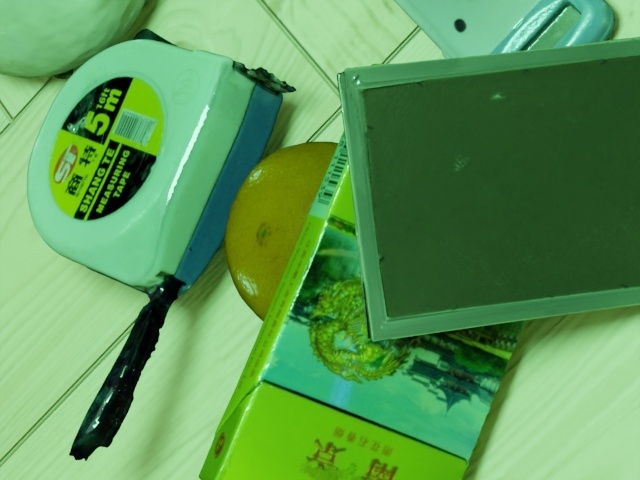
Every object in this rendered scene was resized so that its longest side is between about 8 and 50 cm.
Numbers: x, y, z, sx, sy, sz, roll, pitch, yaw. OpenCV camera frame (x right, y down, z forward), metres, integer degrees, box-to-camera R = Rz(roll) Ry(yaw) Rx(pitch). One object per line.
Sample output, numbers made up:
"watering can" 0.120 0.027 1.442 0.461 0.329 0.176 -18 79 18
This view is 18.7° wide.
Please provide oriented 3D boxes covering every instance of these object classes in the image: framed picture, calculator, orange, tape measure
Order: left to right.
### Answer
"tape measure" -0.169 0.000 1.622 0.215 0.098 0.351 19 83 43
"orange" 0.000 0.000 1.527 0.156 0.124 0.156 -10 76 46
"calculator" 0.142 -0.188 1.543 0.121 0.039 0.210 -47 60 13
"framed picture" 0.146 -0.040 1.407 0.252 0.014 0.197 -7 92 -7

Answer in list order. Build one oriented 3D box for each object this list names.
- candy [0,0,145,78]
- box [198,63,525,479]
"candy" -0.272 -0.376 1.760 0.386 0.186 0.427 -53 54 13
"box" 0.057 0.057 1.448 0.335 0.187 0.047 -67 22 -1
